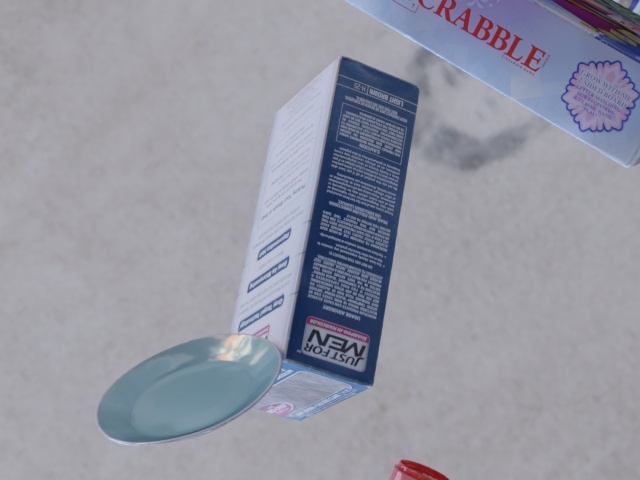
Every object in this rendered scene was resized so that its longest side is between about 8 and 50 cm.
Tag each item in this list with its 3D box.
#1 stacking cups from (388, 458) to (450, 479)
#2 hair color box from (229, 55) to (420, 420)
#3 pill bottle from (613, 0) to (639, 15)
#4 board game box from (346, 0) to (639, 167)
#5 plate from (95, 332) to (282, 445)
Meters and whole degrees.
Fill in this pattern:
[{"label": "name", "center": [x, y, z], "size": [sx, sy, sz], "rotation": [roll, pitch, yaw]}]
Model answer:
[{"label": "stacking cups", "center": [0.047, 0.381, 1.590], "size": [0.096, 0.316, 0.096], "rotation": [19, -174, -2]}, {"label": "hair color box", "center": [0.000, 0.000, 1.634], "size": [0.105, 0.174, 0.347], "rotation": [20, -115, -19]}, {"label": "pill bottle", "center": [0.334, -0.276, 1.362], "size": [0.264, 0.153, 0.153], "rotation": [-8, -132, -18]}, {"label": "board game box", "center": [0.133, -0.169, 1.118], "size": [0.318, 0.066, 0.318], "rotation": [33, -163, 15]}, {"label": "plate", "center": [-0.123, 0.147, 1.474], "size": [0.188, 0.188, 0.024], "rotation": [-84, -22, -63]}]
